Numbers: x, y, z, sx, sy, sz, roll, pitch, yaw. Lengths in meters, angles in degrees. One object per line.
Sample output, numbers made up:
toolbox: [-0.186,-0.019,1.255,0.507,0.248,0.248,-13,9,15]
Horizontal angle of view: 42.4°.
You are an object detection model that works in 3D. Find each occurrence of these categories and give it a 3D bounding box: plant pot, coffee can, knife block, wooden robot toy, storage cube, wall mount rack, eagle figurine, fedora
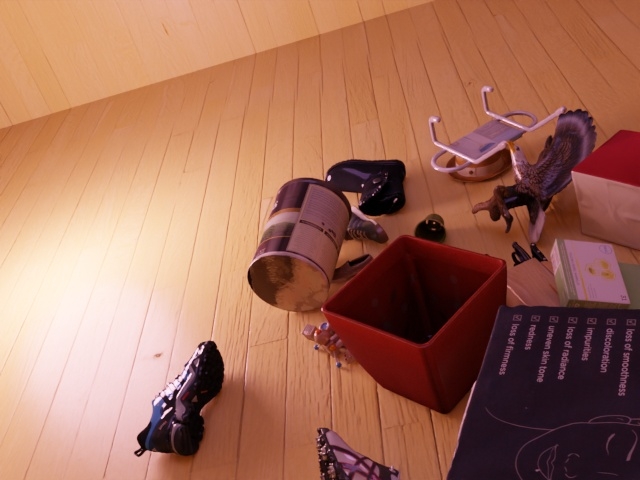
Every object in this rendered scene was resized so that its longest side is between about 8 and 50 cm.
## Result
plant pot: [0.281,-0.031,2.071,0.083,0.083,0.079,-8,22,18]
coffee can: [-0.047,0.008,2.030,0.201,0.201,0.275,-5,42,22]
knife block: [0.427,0.114,1.750,0.242,0.088,0.276,2,38,32]
plant pot: [0.209,0.179,1.630,0.267,0.236,0.267,16,46,44]
wooden robot toy: [0.014,0.210,1.821,0.076,0.079,0.173,-48,38,-9]
storage cube: [0.709,-0.114,1.853,0.193,0.184,0.215,-36,35,-24]
wall mount rack: [0.463,-0.293,2.173,0.350,0.130,0.304,-31,38,-21]
eagle figurine: [0.528,-0.160,1.982,0.298,0.225,0.226,-29,32,-14]
fedora: [0.437,-0.238,2.291,0.194,0.079,0.194,-15,32,9]

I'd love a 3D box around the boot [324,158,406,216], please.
boot: [0.120,-0.146,2.307,0.246,0.094,0.207,-4,30,12]

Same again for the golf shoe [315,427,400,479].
golf shoe: [0.075,0.432,1.469,0.120,0.105,0.273,-13,34,-20]

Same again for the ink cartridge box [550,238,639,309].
ink cartridge box: [0.589,0.082,1.642,0.235,0.056,0.171,5,43,-1]

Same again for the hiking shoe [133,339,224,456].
hiking shoe: [-0.304,0.331,1.794,0.132,0.113,0.304,-7,34,19]

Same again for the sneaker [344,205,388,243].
sneaker: [0.100,-0.023,2.170,0.086,0.064,0.192,-34,34,-9]

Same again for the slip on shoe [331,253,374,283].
slip on shoe: [0.070,0.069,2.057,0.135,0.041,0.051,-14,32,9]

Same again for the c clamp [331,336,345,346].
c clamp: [0.092,0.194,1.873,0.160,0.022,0.137,4,39,34]

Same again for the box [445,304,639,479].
box: [0.461,0.350,1.172,0.471,0.297,0.480,-2,35,28]
